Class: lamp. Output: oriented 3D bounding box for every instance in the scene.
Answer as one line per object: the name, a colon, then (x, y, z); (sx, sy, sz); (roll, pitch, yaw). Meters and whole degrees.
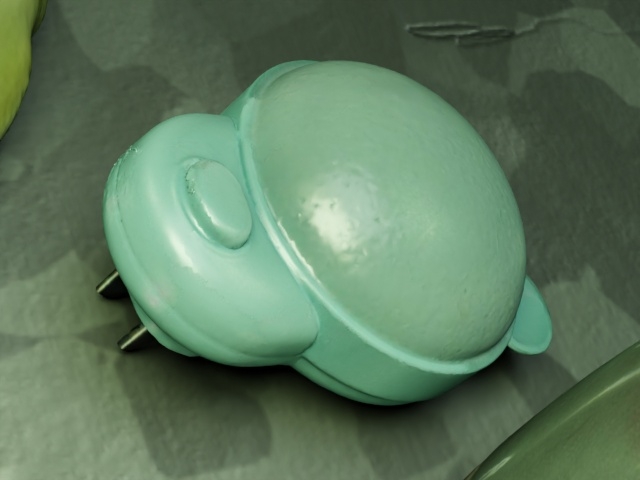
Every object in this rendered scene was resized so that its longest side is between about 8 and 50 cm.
lamp: (0.006, -0.007, 0.940); (0.284, 0.147, 0.209); (-10, 63, -30)

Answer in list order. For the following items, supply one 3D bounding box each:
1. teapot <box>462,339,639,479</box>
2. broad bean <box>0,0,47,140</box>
teapot: (0.243, 0.156, 0.818); (0.315, 0.312, 0.233); (13, 50, -21)
broad bean: (-0.249, -0.118, 0.921); (0.189, 0.121, 0.263); (25, 51, -2)
